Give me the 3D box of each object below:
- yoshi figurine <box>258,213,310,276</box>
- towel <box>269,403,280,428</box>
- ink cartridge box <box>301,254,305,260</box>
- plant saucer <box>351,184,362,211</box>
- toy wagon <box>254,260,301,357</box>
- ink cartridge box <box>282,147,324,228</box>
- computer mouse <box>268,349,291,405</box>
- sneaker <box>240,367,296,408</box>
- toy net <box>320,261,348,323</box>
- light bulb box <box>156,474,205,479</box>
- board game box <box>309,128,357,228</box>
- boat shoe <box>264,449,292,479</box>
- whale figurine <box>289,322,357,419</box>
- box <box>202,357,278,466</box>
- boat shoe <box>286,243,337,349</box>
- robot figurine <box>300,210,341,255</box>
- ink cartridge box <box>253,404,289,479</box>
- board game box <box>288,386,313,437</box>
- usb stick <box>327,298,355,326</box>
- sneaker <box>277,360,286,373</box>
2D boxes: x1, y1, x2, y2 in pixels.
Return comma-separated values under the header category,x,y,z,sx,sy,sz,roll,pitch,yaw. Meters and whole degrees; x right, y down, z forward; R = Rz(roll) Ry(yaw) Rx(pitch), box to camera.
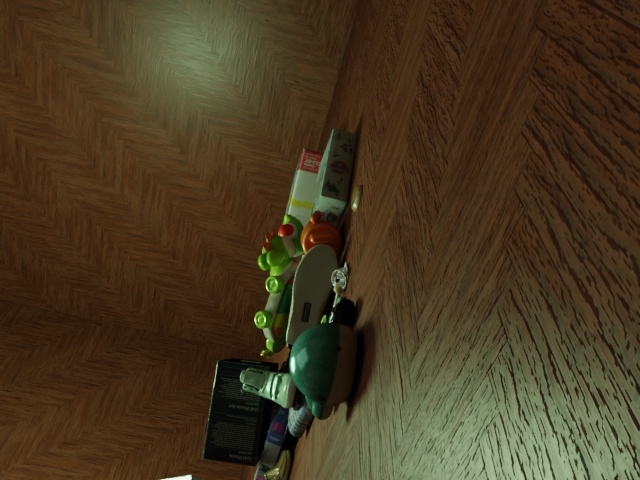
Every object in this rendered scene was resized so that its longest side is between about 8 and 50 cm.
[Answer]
category,x,y,z,sx,sy,sz,roll,pitch,yaw
yoshi figurine,-0.100,0.054,2.037,0.203,0.203,0.362,-62,-9,29
towel,-0.285,0.653,2.280,0.121,0.283,0.235,-8,64,52
ink cartridge box,-0.018,0.142,2.151,0.232,0.066,0.189,-9,66,60
plant saucer,0.105,-0.125,1.699,0.083,0.015,0.083,-167,90,-83
toy wagon,-0.103,0.233,1.885,0.267,0.068,0.344,4,-72,-57
ink cartridge box,-0.053,-0.177,2.487,0.279,0.160,0.385,-164,87,-83
computer mouse,-0.081,0.444,1.986,0.262,0.060,0.184,-67,-16,3
sneaker,-0.155,0.418,1.660,0.256,0.151,0.094,138,148,-68
toy net,0.042,0.153,1.554,0.122,0.045,0.232,115,167,-60
light bulb box,-0.405,0.937,1.865,0.358,0.361,0.225,-24,42,36
board game box,0.042,-0.203,2.034,0.224,0.097,0.303,112,171,-57
boat shoe,-0.139,0.738,1.807,0.068,0.072,0.190,-106,30,-76
whale figurine,-0.008,0.290,1.292,0.272,0.141,0.216,112,168,-56
box,-0.265,0.574,1.992,0.343,0.179,0.313,85,-168,-79
boat shoe,-0.028,0.167,1.781,0.158,0.127,0.341,-62,-11,-82
robot figurine,0.000,-0.002,1.856,0.128,0.158,0.219,-45,9,2
ink cartridge box,-0.142,0.651,1.905,0.186,0.065,0.311,-60,-10,-63
board game box,-0.049,0.430,1.672,0.194,0.060,0.194,-90,18,-55
usb stick,0.022,0.265,1.432,0.077,0.045,0.278,-27,-38,-50
sneaker,-0.133,0.510,2.228,0.217,0.079,0.121,-153,79,-75
